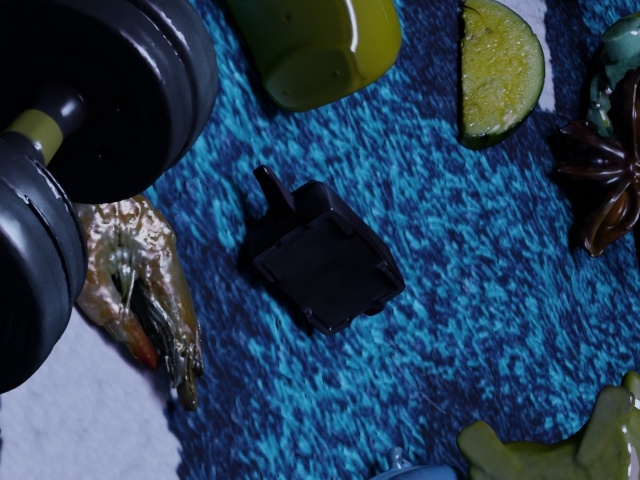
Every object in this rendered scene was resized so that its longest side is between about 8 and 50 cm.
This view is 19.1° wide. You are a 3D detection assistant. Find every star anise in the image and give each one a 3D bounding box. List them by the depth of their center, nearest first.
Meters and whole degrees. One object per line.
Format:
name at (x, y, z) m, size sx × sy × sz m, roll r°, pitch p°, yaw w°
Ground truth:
star anise at (0.344, -0.081, 2.106) m, size 0.190 × 0.126 × 0.220 m, roll 33°, pitch 90°, yaw -29°

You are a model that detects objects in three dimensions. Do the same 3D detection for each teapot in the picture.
teapot at (0.000, 0.000, 1.616) m, size 0.177 × 0.087 × 0.096 m, roll 45°, pitch 19°, yaw -37°

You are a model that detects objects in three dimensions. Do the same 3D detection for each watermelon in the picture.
watermelon at (0.184, -0.165, 2.007) m, size 0.092 × 0.075 × 0.181 m, roll 5°, pitch 62°, yaw -9°

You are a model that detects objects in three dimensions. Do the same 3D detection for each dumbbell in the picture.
dumbbell at (-0.199, -0.052, 1.237) m, size 0.185 × 0.185 × 0.388 m, roll 58°, pitch 35°, yaw -23°

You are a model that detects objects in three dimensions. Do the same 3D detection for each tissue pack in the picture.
tissue pack at (-0.008, -0.212, 1.651) m, size 0.178 × 0.123 × 0.127 m, roll 62°, pitch 38°, yaw -15°

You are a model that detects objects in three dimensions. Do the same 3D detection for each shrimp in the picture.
shrimp at (-0.136, 0.045, 1.425) m, size 0.101 × 0.042 × 0.190 m, roll -35°, pitch 107°, yaw -35°

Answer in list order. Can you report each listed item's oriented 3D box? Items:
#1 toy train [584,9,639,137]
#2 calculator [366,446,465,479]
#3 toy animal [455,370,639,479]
toy train at (0.454, -0.107, 2.284) m, size 0.397 × 0.160 × 0.253 m, roll 63°, pitch 28°, yaw -15°
calculator at (0.098, 0.321, 1.638) m, size 0.173 × 0.051 × 0.293 m, roll -3°, pitch 78°, yaw -56°
toy animal at (0.252, 0.237, 1.784) m, size 0.180 × 0.181 × 0.363 m, roll 68°, pitch 12°, yaw 14°
